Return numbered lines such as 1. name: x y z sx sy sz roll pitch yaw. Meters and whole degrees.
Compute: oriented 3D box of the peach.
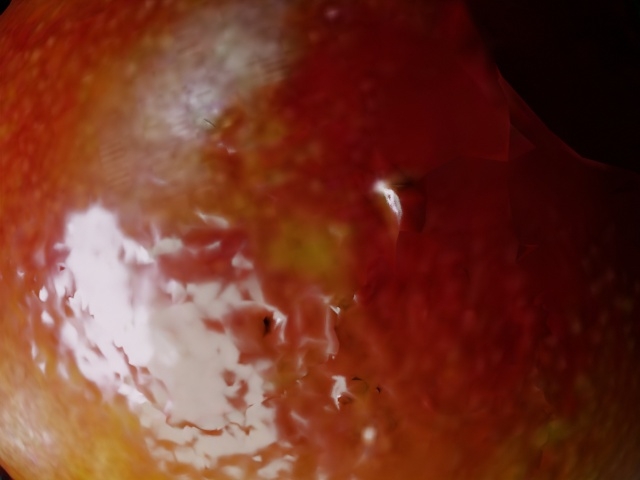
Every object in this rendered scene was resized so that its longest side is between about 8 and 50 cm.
1. peach: 0.000 0.000 0.511 0.388 0.388 0.388 22 137 22
